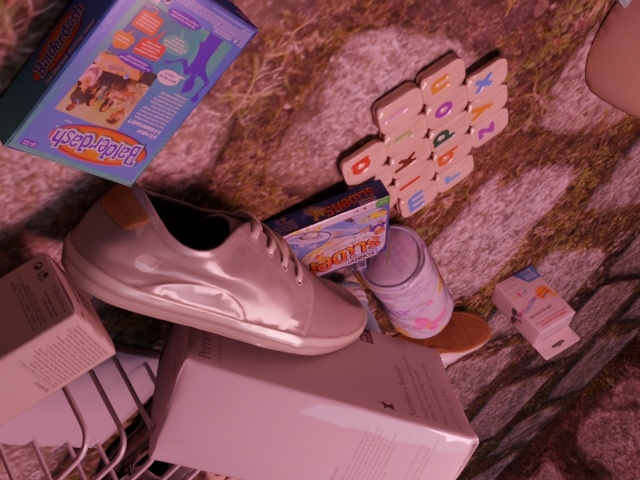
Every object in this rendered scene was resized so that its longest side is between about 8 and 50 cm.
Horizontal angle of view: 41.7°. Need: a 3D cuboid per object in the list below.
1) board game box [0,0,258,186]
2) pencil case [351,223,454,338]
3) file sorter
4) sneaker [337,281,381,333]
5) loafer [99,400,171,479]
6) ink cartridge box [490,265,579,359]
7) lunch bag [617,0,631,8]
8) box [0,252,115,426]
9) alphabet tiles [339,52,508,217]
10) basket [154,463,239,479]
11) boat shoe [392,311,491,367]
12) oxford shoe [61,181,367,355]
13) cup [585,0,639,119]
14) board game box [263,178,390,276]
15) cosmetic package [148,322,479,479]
[{"bbox_3d":[-0.179,-0.156,0.782,0.210,0.047,0.160,-47,150,15],"label":"board game box"},{"bbox_3d":[0.142,0.077,1.398,0.124,0.113,0.273,-22,152,10],"label":"pencil case"},{"bbox_3d":[-0.298,0.260,1.104,0.193,0.173,0.277,-44,151,11],"label":"file sorter"},{"bbox_3d":[-0.011,0.236,1.342,0.319,0.208,0.127,-45,153,25],"label":"sneaker"},{"bbox_3d":[-0.267,0.338,1.334,0.096,0.084,0.267,2,131,-50],"label":"loafer"},{"bbox_3d":[0.463,0.152,1.787,0.104,0.181,0.061,-27,149,-21],"label":"ink cartridge box"},{"bbox_3d":[0.308,-0.407,0.870,0.223,0.160,0.262,-46,139,19],"label":"lunch bag"},{"bbox_3d":[-0.361,0.137,0.857,0.275,0.094,0.113,-32,150,-8],"label":"box"},{"bbox_3d":[0.153,-0.141,1.199,0.278,0.021,0.284,-35,151,-7],"label":"alphabet tiles"},{"bbox_3d":[-0.099,0.485,1.486,0.331,0.266,0.328,-11,154,-40],"label":"basket"},{"bbox_3d":[0.216,0.224,1.710,0.277,0.098,0.096,-14,144,-21],"label":"boat shoe"},{"bbox_3d":[-0.087,0.035,1.008,0.449,0.169,0.130,20,106,-44],"label":"oxford shoe"},{"bbox_3d":[0.617,-0.288,1.293,0.331,0.237,0.331,-27,148,-19],"label":"cup"},{"bbox_3d":[0.000,0.000,1.185,0.201,0.035,0.136,-22,147,-12],"label":"board game box"},{"bbox_3d":[-0.018,0.208,1.104,0.385,0.217,0.156,19,111,-17],"label":"cosmetic package"}]
